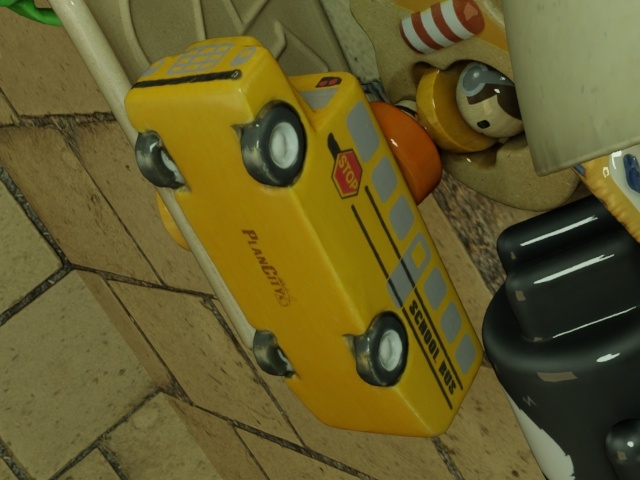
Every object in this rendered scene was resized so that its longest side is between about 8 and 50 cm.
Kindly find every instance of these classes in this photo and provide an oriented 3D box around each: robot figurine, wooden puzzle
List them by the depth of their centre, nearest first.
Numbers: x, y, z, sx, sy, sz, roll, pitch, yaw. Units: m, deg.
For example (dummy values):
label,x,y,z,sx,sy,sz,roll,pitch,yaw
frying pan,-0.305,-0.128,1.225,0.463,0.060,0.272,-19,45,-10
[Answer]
label,x,y,z,sx,sy,sz,roll,pitch,yaw
robot figurine,0.224,0.105,0.945,0.173,0.209,0.278,3,130,46
wooden puzzle,-0.083,-0.137,0.984,0.080,0.348,0.322,-10,124,26

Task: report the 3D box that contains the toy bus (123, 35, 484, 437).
label,x,y,z,sx,sy,sz,roll,pitch,yaw
toy bus,0.000,0.000,0.871,0.108,0.130,0.333,0,131,38

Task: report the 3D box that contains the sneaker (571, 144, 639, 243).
label,x,y,z,sx,sy,sz,roll,pitch,yaw
sneaker,0.272,-0.011,0.757,0.296,0.131,0.112,38,-166,-39

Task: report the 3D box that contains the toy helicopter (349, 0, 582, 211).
label,x,y,z,sx,sy,sz,roll,pitch,yaw
toy helicopter,0.106,-0.157,0.811,0.235,0.140,0.355,24,146,40

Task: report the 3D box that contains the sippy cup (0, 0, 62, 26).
label,x,y,z,sx,sy,sz,roll,pitch,yaw
sippy cup,-0.240,-0.353,1.052,0.240,0.224,0.305,44,158,17

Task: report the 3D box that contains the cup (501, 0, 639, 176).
label,x,y,z,sx,sy,sz,roll,pitch,yaw
cup,0.188,-0.186,0.410,0.331,0.331,0.237,-20,91,67
